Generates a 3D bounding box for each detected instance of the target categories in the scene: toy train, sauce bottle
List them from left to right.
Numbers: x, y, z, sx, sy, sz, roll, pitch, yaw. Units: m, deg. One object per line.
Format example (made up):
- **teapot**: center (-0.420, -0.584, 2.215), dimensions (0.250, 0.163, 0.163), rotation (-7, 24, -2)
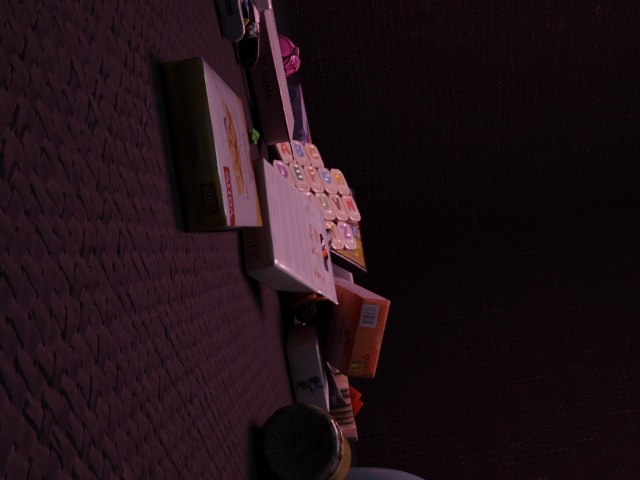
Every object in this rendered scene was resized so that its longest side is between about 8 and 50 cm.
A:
- **toy train**: center (-0.121, -0.185, 1.299), dimensions (0.083, 0.017, 0.024), rotation (-18, 108, -87)
- **sauce bottle**: center (-0.012, 0.313, 1.054), dimensions (0.344, 0.111, 0.111), rotation (78, 4, -68)

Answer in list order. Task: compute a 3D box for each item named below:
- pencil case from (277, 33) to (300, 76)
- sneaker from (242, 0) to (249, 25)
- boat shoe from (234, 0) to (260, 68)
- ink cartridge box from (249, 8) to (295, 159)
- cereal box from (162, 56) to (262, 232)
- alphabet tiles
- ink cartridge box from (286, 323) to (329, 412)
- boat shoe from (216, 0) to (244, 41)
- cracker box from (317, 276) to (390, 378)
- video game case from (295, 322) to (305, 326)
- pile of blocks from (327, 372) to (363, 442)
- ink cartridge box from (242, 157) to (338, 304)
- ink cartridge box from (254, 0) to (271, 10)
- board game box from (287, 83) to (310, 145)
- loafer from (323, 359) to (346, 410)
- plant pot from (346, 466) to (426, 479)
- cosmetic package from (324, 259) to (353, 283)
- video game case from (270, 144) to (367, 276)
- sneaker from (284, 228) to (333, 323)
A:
- **pencil case**: center (-0.096, -0.442, 1.761), dimensions (0.209, 0.098, 0.095), rotation (-85, 166, -80)
- **sneaker**: center (-0.148, -0.429, 1.202), dimensions (0.059, 0.053, 0.144), rotation (-97, -176, -60)
- **boat shoe**: center (-0.130, -0.370, 1.289), dimensions (0.042, 0.049, 0.133), rotation (-103, -168, -51)
- **ink cartridge box**: center (-0.110, -0.339, 1.496), dimensions (0.261, 0.066, 0.296), rotation (-93, 173, -63)
- **cereal box**: center (-0.116, -0.096, 0.831), dimensions (0.240, 0.047, 0.173), rotation (-31, 112, -87)
- **alphabet tiles**: center (-0.008, -0.106, 1.642), dimensions (0.284, 0.021, 0.278), rotation (0, 64, -56)
- **ink cartridge box**: center (-0.021, 0.266, 1.415), dimensions (0.104, 0.061, 0.181), rotation (-91, 172, -71)
- **boat shoe**: center (-0.148, -0.391, 1.163), dimensions (0.040, 0.049, 0.142), rotation (-105, -169, -60)
- **cracker box**: center (0.045, 0.167, 1.473), dimensions (0.232, 0.067, 0.156), rotation (-159, -101, -66)
- **video game case**: center (-0.026, 0.284, 1.667), dimensions (0.201, 0.023, 0.183), rotation (70, 11, -80)
- **pile of blocks**: center (0.048, 0.381, 1.917), dimensions (0.149, 0.112, 0.362), rotation (-91, 172, -68)
- **ink cartridge box**: center (-0.050, -0.003, 1.154), dimensions (0.224, 0.056, 0.181), rotation (41, 36, -58)
- **ink cartridge box**: center (-0.141, -0.518, 1.290), dimensions (0.140, 0.082, 0.191), rotation (-95, 174, -53)
- **board game box**: center (-0.058, -0.260, 2.231), dimensions (0.318, 0.066, 0.319), rotation (-96, 176, -47)
- **loafer**: center (0.016, 0.289, 1.609), dimensions (0.062, 0.061, 0.170), rotation (56, 24, -82)
- **plant pot**: center (0.105, 0.551, 1.328), dimensions (0.293, 0.235, 0.293), rotation (-10, 90, -87)
- **cosmetic package**: center (0.000, 0.000, 1.880), dimensions (0.224, 0.138, 0.225), rotation (76, 4, -55)
- **video game case**: center (-0.003, -0.071, 1.677), dimensions (0.275, 0.035, 0.248), rotation (30, 41, -41)
- **sneaker**: center (-0.022, 0.073, 1.376), dimensions (0.321, 0.124, 0.180), rotation (-48, 128, -86)
